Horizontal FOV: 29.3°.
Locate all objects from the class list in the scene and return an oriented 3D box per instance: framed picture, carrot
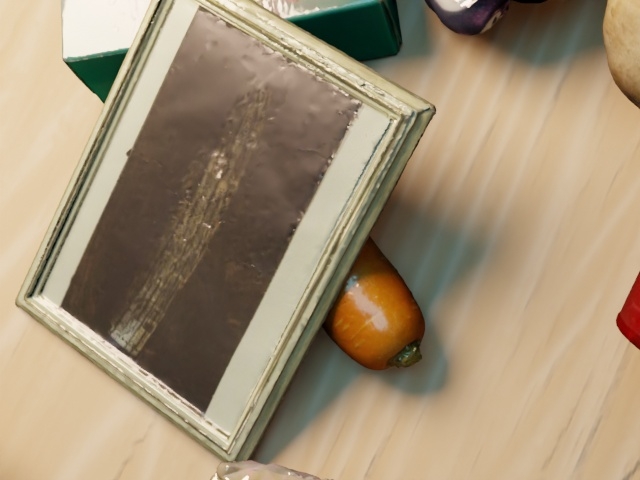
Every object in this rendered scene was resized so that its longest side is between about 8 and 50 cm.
[{"bbox_3d":[-0.081,-0.018,0.851,0.231,0.018,0.293,32,106,20],"label":"framed picture"},{"bbox_3d":[0.000,0.000,0.867,0.067,0.067,0.225,-33,69,0],"label":"carrot"}]

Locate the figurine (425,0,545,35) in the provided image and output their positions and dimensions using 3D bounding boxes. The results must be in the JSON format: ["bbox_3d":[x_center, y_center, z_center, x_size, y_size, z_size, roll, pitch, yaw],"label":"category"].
[{"bbox_3d":[0.149,-0.246,0.858,0.222,0.145,0.145,-47,68,22],"label":"figurine"}]

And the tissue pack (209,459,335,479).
[{"bbox_3d":[-0.002,0.277,0.751,0.215,0.123,0.256,11,77,14],"label":"tissue pack"}]

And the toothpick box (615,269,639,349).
[{"bbox_3d":[0.328,-0.060,0.687,0.204,0.204,0.333,26,103,18],"label":"toothpick box"}]

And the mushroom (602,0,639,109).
[{"bbox_3d":[0.271,-0.148,0.822,0.166,0.127,0.166,-3,108,-10],"label":"mushroom"}]

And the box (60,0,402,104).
[{"bbox_3d":[-0.071,-0.206,0.932,0.245,0.092,0.153,-10,71,9],"label":"box"}]
